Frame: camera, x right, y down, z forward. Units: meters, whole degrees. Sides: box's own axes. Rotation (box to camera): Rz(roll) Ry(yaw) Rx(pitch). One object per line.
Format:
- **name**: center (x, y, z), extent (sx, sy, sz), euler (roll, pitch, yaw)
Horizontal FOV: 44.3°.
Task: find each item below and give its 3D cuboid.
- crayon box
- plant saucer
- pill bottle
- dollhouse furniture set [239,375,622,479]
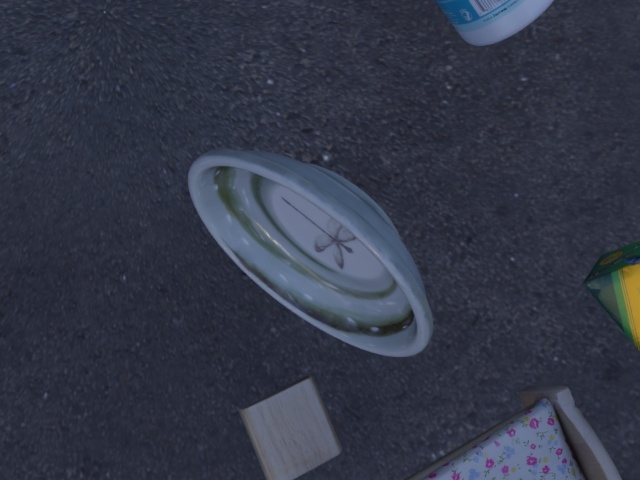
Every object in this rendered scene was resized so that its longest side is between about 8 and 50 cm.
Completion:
- **crayon box**: center (0.556, 0.063, 1.167), extent (0.165, 0.278, 0.081), euler (49, 55, -5)
- **plant saucer**: center (0.000, 0.000, 1.089), extent (0.400, 0.401, 0.100), euler (48, 65, -22)
- **pill bottle**: center (0.167, -0.377, 0.947), extent (0.146, 0.146, 0.264), euler (-43, 115, 0)
- **dollhouse furniture set**: center (0.174, 0.189, 0.432), extent (0.303, 0.174, 0.355), euler (-24, 91, -24)
